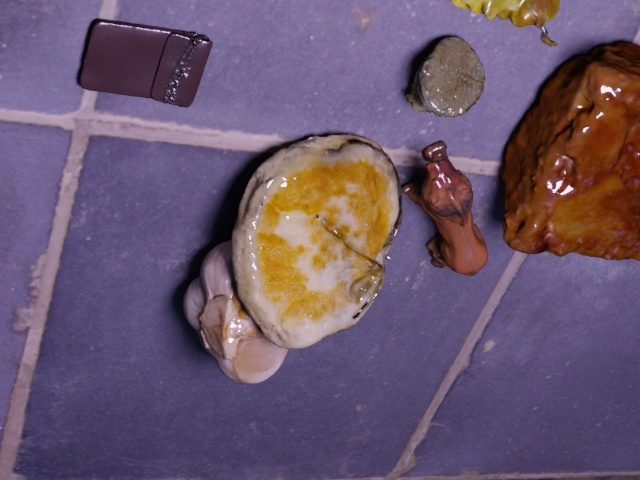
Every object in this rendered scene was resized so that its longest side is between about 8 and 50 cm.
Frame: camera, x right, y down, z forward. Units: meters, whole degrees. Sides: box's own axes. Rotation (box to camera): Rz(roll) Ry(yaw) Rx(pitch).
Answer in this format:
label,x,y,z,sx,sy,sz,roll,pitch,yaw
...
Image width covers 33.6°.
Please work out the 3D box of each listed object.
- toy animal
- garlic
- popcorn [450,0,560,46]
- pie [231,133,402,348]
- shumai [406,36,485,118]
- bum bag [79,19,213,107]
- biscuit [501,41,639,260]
label,x,y,z,sx,sy,sz,roll,pitch,yaw
toy animal,0.203,-0.030,1.650,0.097,0.157,0.312,-25,134,1
garlic,-0.132,0.107,1.655,0.178,0.143,0.229,-22,107,-49
popcorn,0.228,-0.354,1.366,0.168,0.173,0.195,-38,140,-5
pie,0.001,0.000,1.600,0.339,0.077,0.339,-18,120,-34
shumai,0.172,-0.224,1.519,0.099,0.087,0.123,43,66,-14
bum bag,-0.228,-0.230,1.385,0.159,0.026,0.109,4,129,-25
biscuit,0.499,-0.132,1.667,0.395,0.166,0.342,6,129,-24
